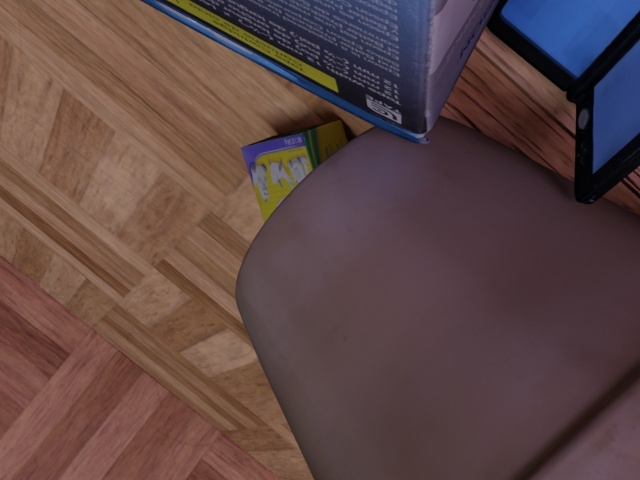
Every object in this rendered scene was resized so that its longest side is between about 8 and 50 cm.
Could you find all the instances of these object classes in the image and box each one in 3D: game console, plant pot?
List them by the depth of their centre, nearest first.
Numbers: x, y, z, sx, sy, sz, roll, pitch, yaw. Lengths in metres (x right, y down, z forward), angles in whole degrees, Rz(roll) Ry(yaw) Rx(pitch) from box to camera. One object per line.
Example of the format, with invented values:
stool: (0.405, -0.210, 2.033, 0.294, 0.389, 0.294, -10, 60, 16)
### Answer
game console: (0.130, -0.090, 0.506, 0.071, 0.107, 0.122, 10, 160, -7)
plant pot: (0.106, 0.078, 0.625, 0.280, 0.323, 0.323, 48, 163, 22)

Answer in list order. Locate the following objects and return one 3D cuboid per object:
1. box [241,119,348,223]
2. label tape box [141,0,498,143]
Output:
box: (0.000, 0.000, 0.811, 0.105, 0.043, 0.179, -4, 107, 59)
label tape box: (-0.037, -0.166, 0.423, 0.249, 0.115, 0.347, 30, 179, 7)
